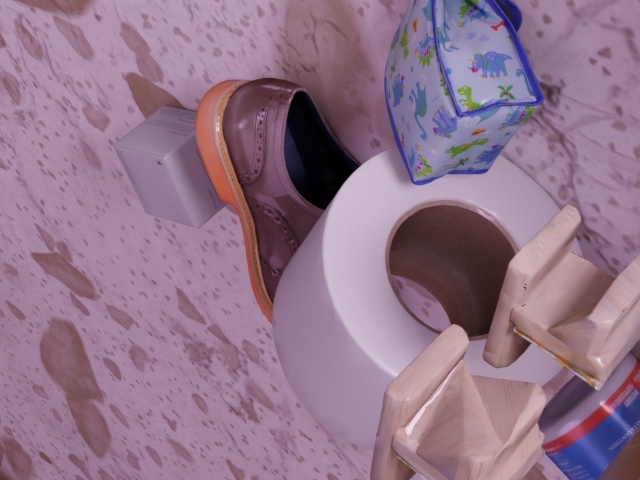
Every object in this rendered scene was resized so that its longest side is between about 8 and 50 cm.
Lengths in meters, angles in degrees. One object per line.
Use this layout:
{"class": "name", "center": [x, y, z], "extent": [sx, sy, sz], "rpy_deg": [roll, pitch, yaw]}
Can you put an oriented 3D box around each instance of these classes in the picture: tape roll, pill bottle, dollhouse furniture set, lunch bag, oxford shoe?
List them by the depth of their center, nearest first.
{"class": "dollhouse furniture set", "center": [0.286, 0.153, 0.957], "extent": [0.362, 0.394, 0.256], "rpy_deg": [35, 149, 21]}
{"class": "lunch bag", "center": [0.107, -0.142, 1.145], "extent": [0.129, 0.096, 0.151], "rpy_deg": [122, 133, -60]}
{"class": "tape roll", "center": [0.094, 0.055, 1.247], "extent": [0.246, 0.246, 0.169], "rpy_deg": [44, 150, 5]}
{"class": "pill bottle", "center": [0.311, 0.218, 1.283], "extent": [0.221, 0.124, 0.124], "rpy_deg": [46, 151, -1]}
{"class": "oxford shoe", "center": [0.000, 0.000, 1.429], "extent": [0.133, 0.130, 0.363], "rpy_deg": [-1, 126, 45]}

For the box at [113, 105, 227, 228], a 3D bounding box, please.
{"class": "box", "center": [-0.157, -0.084, 1.566], "extent": [0.102, 0.087, 0.101], "rpy_deg": [15, 137, 44]}
